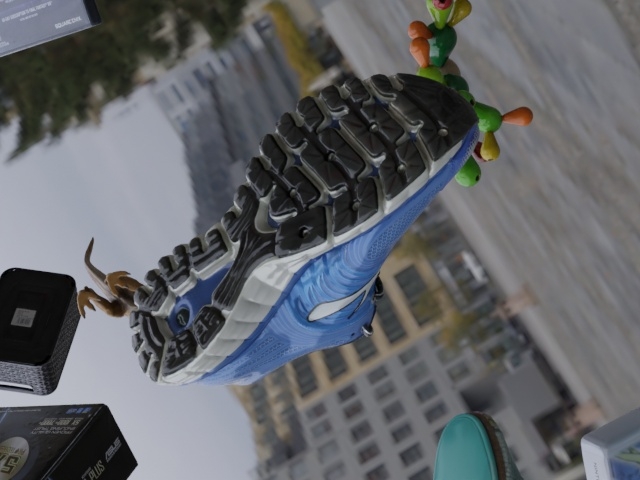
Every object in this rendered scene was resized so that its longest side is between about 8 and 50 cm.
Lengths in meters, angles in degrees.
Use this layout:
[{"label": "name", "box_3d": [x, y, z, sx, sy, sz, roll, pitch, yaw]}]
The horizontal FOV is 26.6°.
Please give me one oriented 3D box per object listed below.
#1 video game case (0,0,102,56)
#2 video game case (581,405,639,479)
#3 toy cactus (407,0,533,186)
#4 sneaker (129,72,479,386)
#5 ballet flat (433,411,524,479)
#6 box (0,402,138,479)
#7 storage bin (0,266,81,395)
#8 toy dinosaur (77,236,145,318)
[{"label": "video game case", "box_3d": [-0.391, -0.382, 1.702, 0.026, 0.196, 0.274, -32, -72, -49]}, {"label": "video game case", "box_3d": [0.376, 0.244, 1.162, 0.036, 0.329, 0.300, 13, 120, 58]}, {"label": "toy cactus", "box_3d": [0.145, -0.175, 1.466, 0.180, 0.112, 0.219, -114, 1, -71]}, {"label": "sneaker", "box_3d": [0.000, 0.000, 1.066, 0.147, 0.330, 0.130, 21, -145, -49]}, {"label": "ballet flat", "box_3d": [0.122, 0.225, 0.910, 0.079, 0.077, 0.221, 22, -132, -28]}, {"label": "box", "box_3d": [-0.291, 0.231, 1.283, 0.147, 0.180, 0.077, -52, -52, -47]}, {"label": "storage bin", "box_3d": [-0.454, 0.140, 2.102, 0.084, 0.122, 0.180, 93, -174, -49]}, {"label": "toy dinosaur", "box_3d": [-0.208, 0.058, 1.406, 0.211, 0.064, 0.112, 32, 180, 26]}]
